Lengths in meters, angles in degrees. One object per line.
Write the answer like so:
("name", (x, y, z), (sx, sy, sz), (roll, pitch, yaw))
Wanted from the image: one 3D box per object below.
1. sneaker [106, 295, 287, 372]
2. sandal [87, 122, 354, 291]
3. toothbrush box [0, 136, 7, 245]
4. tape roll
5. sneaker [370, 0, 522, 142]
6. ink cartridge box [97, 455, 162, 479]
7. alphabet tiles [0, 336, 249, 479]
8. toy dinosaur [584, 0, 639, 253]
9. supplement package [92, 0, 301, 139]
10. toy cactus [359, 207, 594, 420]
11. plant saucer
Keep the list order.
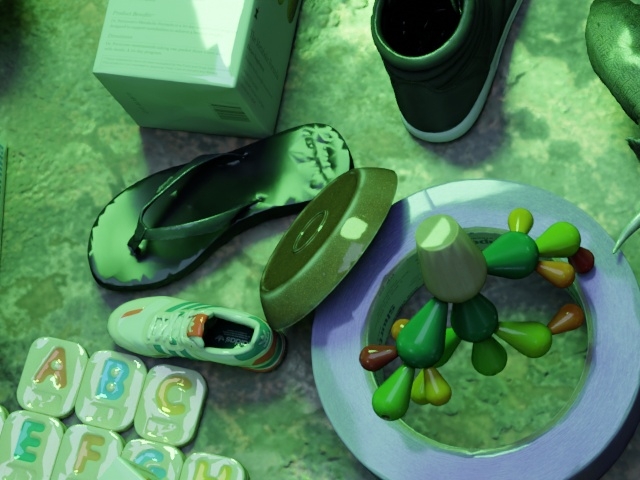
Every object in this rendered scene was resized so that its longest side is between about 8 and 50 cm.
("sneaker", (-0.112, 0.074, 1.646), (0.161, 0.075, 0.057), (10, 75, 14))
("sandal", (-0.096, -0.039, 1.689), (0.254, 0.054, 0.097), (-27, 70, 3))
("toothbrush box", (-0.373, -0.031, 1.622), (0.122, 0.283, 0.206), (-2, 72, 10))
("tape roll", (0.134, 0.091, 1.583), (0.274, 0.090, 0.275), (-3, 73, 10))
("sneaker", (0.122, -0.245, 1.659), (0.104, 0.147, 0.296), (11, 74, 16))
("ink cartridge box", (-0.145, 0.248, 1.568), (0.143, 0.092, 0.090), (40, 86, 18))
("alphabet tiles", (-0.209, 0.229, 1.648), (0.284, 0.021, 0.278), (12, 76, 15))
("toy dinosaur", (0.288, -0.138, 1.582), (0.121, 0.160, 0.313), (-40, 62, 45))
("supplement package", (-0.097, -0.231, 1.703), (0.134, 0.139, 0.244), (7, 75, 15))
("toy cactus", (0.111, 0.038, 1.471), (0.219, 0.180, 0.112), (-33, 49, -5))
("plant saucer", (0.000, 0.000, 1.604), (0.029, 0.168, 0.168), (37, 82, -15))
